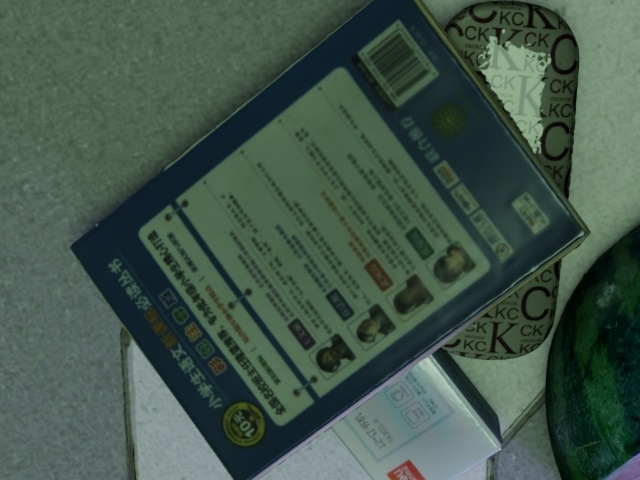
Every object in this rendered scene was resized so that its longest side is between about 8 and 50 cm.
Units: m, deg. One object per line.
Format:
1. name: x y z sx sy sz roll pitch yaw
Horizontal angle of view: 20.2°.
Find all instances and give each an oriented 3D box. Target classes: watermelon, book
1. watermelon: 0.328 0.093 1.747 0.292 0.319 0.222 -26 71 4
2. book: 0.000 0.000 1.699 0.428 0.039 0.300 -37 84 17

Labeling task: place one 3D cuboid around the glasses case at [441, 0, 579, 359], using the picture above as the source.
1. glasses case: 0.172 -0.054 1.728 0.137 0.085 0.355 4 108 4

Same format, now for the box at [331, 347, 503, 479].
1. box: 0.057 0.129 1.797 0.135 0.079 0.269 -35 103 13
